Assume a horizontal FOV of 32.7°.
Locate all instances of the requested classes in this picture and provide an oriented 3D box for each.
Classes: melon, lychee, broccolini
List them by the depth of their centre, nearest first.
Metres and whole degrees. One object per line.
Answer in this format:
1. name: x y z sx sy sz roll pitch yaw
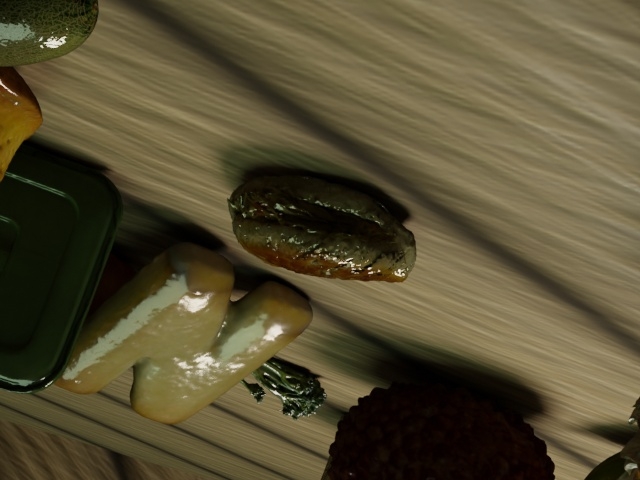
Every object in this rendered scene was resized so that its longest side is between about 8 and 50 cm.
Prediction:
1. melon: -0.241 -0.176 0.798 0.162 0.099 0.099 11 158 10
2. lychee: 0.166 0.335 1.488 0.330 0.306 0.306 41 162 12
3. broccolini: -0.171 0.180 1.653 0.392 0.074 0.079 23 152 -16

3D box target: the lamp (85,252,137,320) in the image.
1. lamp: -0.333 0.085 1.432 0.187 0.164 0.188 18 157 8

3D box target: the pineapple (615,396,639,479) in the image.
1. pineapple: 0.409 0.223 0.912 0.352 0.352 0.300 10 145 22

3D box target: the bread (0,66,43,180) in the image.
1. bread: -0.408 -0.125 0.958 0.312 0.172 0.312 17 162 6

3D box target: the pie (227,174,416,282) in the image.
1. pie: 0.000 0.000 1.072 0.193 0.079 0.163 8 162 21

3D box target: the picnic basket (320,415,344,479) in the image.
1. picnic basket: 0.181 0.414 1.821 0.313 0.175 0.228 2 155 45

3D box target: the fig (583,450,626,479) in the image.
1. fig: 0.395 0.367 1.501 0.259 0.151 0.151 -21 139 34

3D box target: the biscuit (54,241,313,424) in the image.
1. biscuit: -0.177 0.126 1.354 0.290 0.062 0.237 -36 135 25

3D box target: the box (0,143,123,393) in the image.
1. box: -0.399 0.009 1.211 0.328 0.253 0.178 20 172 -2
